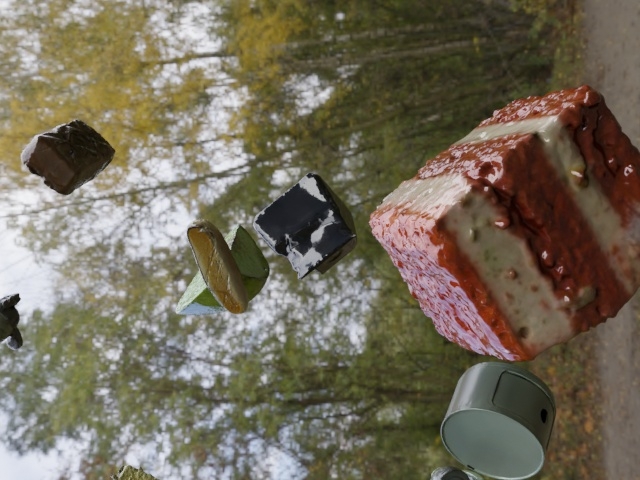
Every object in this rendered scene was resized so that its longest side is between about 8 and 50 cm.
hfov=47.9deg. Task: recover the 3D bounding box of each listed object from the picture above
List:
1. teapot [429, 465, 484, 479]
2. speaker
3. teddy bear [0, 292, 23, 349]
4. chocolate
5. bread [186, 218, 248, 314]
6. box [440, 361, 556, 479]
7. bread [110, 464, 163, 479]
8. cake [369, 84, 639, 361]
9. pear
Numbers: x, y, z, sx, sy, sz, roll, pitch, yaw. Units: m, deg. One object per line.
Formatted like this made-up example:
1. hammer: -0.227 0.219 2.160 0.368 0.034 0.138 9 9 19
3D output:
1. teapot: 0.326 0.603 1.783 0.092 0.124 0.091 -68 16 -3
2. speaker: 0.000 0.000 1.580 0.184 0.180 0.388 53 -176 16
3. teddy bear: -0.936 0.271 2.026 0.251 0.144 0.171 -51 -43 -43
4. chocolate: -0.596 -0.207 1.717 0.093 0.148 0.214 -47 8 24
5. bread: -0.192 0.047 1.363 0.053 0.073 0.214 -71 -34 -54
6. box: 0.396 0.399 1.601 0.149 0.226 0.226 -55 -33 -44
7. bread: -0.427 0.661 1.627 0.266 0.142 0.178 -63 -35 -50
8. cake: 0.275 -0.015 0.995 0.269 0.319 0.270 54 172 -11
9. pear: -0.246 0.116 1.775 0.139 0.239 0.288 47 -166 -16
